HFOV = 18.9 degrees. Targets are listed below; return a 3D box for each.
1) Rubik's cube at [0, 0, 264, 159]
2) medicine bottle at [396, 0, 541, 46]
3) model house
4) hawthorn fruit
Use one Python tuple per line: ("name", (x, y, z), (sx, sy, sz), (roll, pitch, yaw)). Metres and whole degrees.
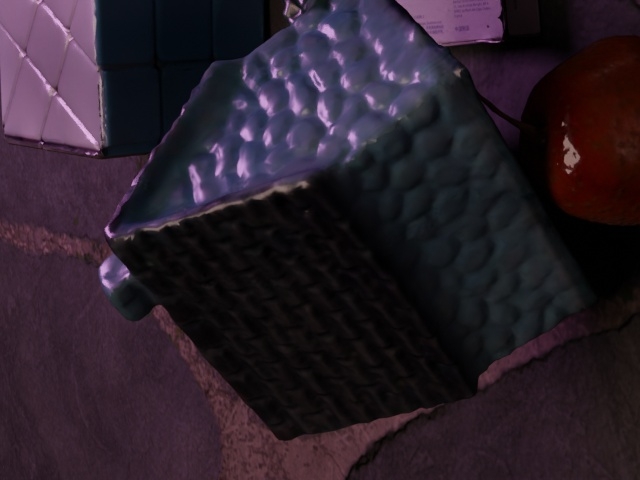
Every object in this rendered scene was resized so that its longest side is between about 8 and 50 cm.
("Rubik's cube", (-0.208, -0.217, 2.123), (0.221, 0.225, 0.231), (11, 106, 52))
("medicine bottle", (0.119, -0.267, 1.806), (0.201, 0.052, 0.171), (1, 99, 55))
("model house", (0.000, 0.000, 1.653), (0.297, 0.339, 0.360), (50, 178, 47))
("hawthorn fruit", (0.221, -0.084, 1.575), (0.163, 0.203, 0.162), (24, 120, 52))
